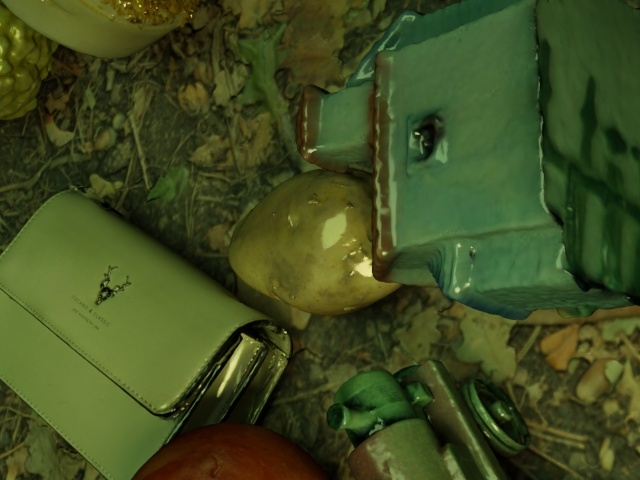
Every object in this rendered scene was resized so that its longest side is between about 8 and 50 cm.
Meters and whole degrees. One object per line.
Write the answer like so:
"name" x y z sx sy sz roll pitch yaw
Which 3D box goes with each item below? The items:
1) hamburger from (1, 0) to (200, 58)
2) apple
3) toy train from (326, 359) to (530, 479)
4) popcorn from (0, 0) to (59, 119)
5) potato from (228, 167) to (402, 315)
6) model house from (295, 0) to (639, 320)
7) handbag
"hamburger" -0.268 -0.362 1.436 0.179 0.294 0.276 -39 45 39
"apple" -0.086 0.316 1.153 0.206 0.251 0.271 1 54 32
"toy train" 0.114 0.235 1.050 0.150 0.221 0.304 -43 57 21
"popcorn" -0.466 -0.257 1.593 0.259 0.212 0.259 -8 78 39
"potato" 0.001 -0.005 1.250 0.235 0.128 0.161 19 84 42
"model house" 0.137 -0.067 1.112 0.329 0.252 0.294 -10 74 39
"handbag" -0.224 0.112 1.362 0.359 0.160 0.236 32 89 36
